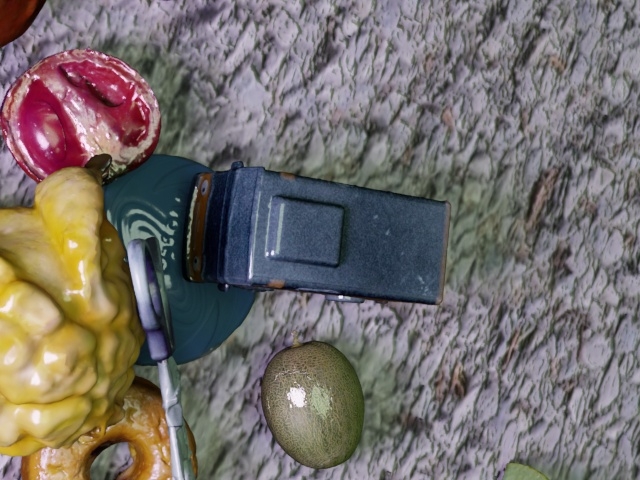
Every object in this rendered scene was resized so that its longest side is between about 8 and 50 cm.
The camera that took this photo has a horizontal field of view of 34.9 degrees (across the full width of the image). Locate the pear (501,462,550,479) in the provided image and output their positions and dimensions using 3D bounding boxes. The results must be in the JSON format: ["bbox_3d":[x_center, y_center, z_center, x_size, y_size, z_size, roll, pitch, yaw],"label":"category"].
[{"bbox_3d":[0.323,0.487,1.440,0.139,0.239,0.288,26,80,-18],"label":"pear"}]

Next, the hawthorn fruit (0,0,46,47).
[{"bbox_3d":[-0.462,-0.343,1.144,0.325,0.308,0.308,1,88,-20],"label":"hawthorn fruit"}]

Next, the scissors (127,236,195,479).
[{"bbox_3d":[-0.175,0.183,1.189,0.029,0.256,0.383,-9,90,-5],"label":"scissors"}]

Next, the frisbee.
[{"bbox_3d":[-0.211,0.026,1.352,0.290,0.049,0.289,1,88,-20],"label":"frisbee"}]

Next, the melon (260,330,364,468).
[{"bbox_3d":[-0.012,0.214,1.375,0.139,0.139,0.192,-16,94,-20],"label":"melon"}]

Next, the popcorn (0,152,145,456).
[{"bbox_3d":[-0.349,0.062,1.154,0.349,0.349,0.381,36,69,-16],"label":"popcorn"}]

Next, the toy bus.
[{"bbox_3d":[0.000,0.000,1.340,0.324,0.194,0.161,8,86,-32],"label":"toy bus"}]

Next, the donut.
[{"bbox_3d":[-0.265,0.283,1.291,0.227,0.114,0.226,1,88,-19],"label":"donut"}]

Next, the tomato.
[{"bbox_3d":[-0.307,-0.149,1.295,0.189,0.099,0.173,-29,96,-16],"label":"tomato"}]
